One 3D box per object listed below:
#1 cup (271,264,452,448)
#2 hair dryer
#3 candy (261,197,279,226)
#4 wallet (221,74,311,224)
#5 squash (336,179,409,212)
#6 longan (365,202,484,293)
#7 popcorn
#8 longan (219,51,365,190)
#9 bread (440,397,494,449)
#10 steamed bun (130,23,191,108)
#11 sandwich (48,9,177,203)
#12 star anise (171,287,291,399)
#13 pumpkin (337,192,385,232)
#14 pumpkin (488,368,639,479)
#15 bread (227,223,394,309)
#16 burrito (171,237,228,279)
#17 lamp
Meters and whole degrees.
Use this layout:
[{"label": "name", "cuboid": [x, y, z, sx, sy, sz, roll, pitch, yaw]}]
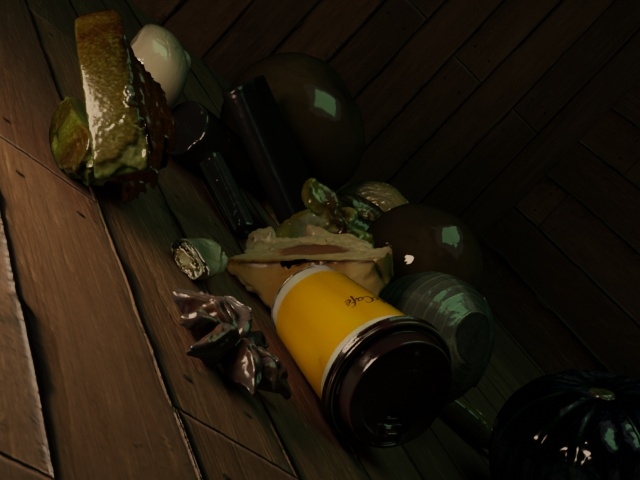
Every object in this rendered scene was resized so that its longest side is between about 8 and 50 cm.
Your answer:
[{"label": "cup", "cuboid": [0.048, 0.151, 1.519, 0.196, 0.196, 0.279, 37, 4, -38]}, {"label": "hair dryer", "cuboid": [-0.166, -0.098, 2.059, 0.244, 0.116, 0.302, 36, 23, -53]}, {"label": "candy", "cuboid": [-0.075, -0.049, 2.382, 0.062, 0.038, 0.122, 34, 13, -47]}, {"label": "wallet", "cuboid": [-0.068, -0.125, 2.138, 0.406, 0.062, 0.228, 65, 14, -8]}, {"label": "squash", "cuboid": [0.119, -0.038, 2.618, 0.219, 0.219, 0.041, 44, 9, 5]}, {"label": "longan", "cuboid": [0.210, 0.067, 2.310, 0.297, 0.297, 0.297, 42, 8, -8]}, {"label": "popcorn", "cuboid": [0.000, 0.000, 1.939, 0.198, 0.213, 0.198, 7, 18, -2]}, {"label": "longan", "cuboid": [-0.064, -0.263, 2.510, 0.361, 0.361, 0.361, 42, 8, -8]}, {"label": "bread", "cuboid": [0.274, 0.339, 2.062, 0.214, 0.053, 0.073, 39, 5, -10]}, {"label": "steamed bun", "cuboid": [-0.318, -0.310, 2.038, 0.130, 0.177, 0.228, 32, 6, -14]}, {"label": "sandwich", "cuboid": [-0.300, -0.161, 1.532, 0.301, 0.162, 0.250, 72, 6, -74]}, {"label": "star anise", "cuboid": [-0.100, 0.127, 1.307, 0.195, 0.065, 0.182, 45, 9, -19]}, {"label": "pumpkin", "cuboid": [0.062, -0.013, 2.508, 0.219, 0.162, 0.219, 19, 29, -11]}, {"label": "pumpkin", "cuboid": [0.463, 0.368, 1.811, 0.363, 0.266, 0.363, -1, 13, 0]}, {"label": "bread", "cuboid": [0.005, 0.037, 1.743, 0.224, 0.211, 0.183, 48, 15, -6]}, {"label": "burrito", "cuboid": [-0.167, 0.027, 1.553, 0.074, 0.044, 0.118, 48, 11, 11]}, {"label": "lamp", "cuboid": [0.173, 0.165, 1.819, 0.233, 0.265, 0.233, 28, -37, 24]}]
